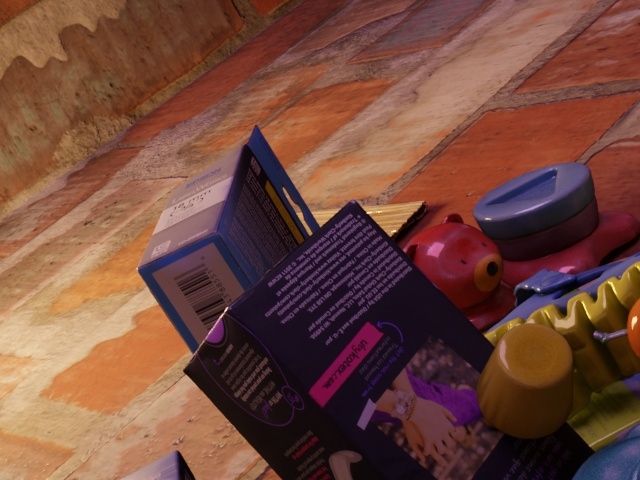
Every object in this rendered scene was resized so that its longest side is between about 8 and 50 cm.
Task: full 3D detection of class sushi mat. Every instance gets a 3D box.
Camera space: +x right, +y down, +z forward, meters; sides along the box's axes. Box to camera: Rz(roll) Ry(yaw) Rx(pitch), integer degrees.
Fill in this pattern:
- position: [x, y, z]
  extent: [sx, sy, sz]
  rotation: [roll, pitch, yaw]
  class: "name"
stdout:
- position: [0.000, 0.000, 1.840]
  extent: [0.151, 0.019, 0.317]
  rotation: [-41, 23, -32]
  class: "sushi mat"

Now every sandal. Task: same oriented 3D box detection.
- position: [0.262, 0.050, 1.087]
  extent: [0.317, 0.126, 0.138]
  rotation: [-18, 19, 23]
  class: "sandal"

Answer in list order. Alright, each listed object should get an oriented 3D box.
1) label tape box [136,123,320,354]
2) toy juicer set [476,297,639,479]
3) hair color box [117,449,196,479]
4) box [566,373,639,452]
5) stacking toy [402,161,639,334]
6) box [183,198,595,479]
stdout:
- position: [-0.075, 0.040, 1.523]
  extent: [0.106, 0.240, 0.333]
  rotation: [-26, 19, 14]
  class: "label tape box"
- position: [0.263, 0.174, 0.890]
  extent: [0.209, 0.089, 0.329]
  rotation: [-20, 56, -14]
  class: "toy juicer set"
- position: [-0.098, 0.325, 0.934]
  extent: [0.114, 0.185, 0.374]
  rotation: [-28, 20, 3]
  class: "hair color box"
- position: [0.265, 0.134, 1.110]
  extent: [0.178, 0.042, 0.109]
  rotation: [-28, 21, 0]
  class: "box"
- position: [0.238, -0.007, 1.312]
  extent: [0.280, 0.130, 0.309]
  rotation: [-11, 19, 38]
  class: "stacking toy"
- position: [0.048, 0.133, 1.022]
  extent: [0.143, 0.270, 0.165]
  rotation: [-40, -6, -28]
  class: "box"
